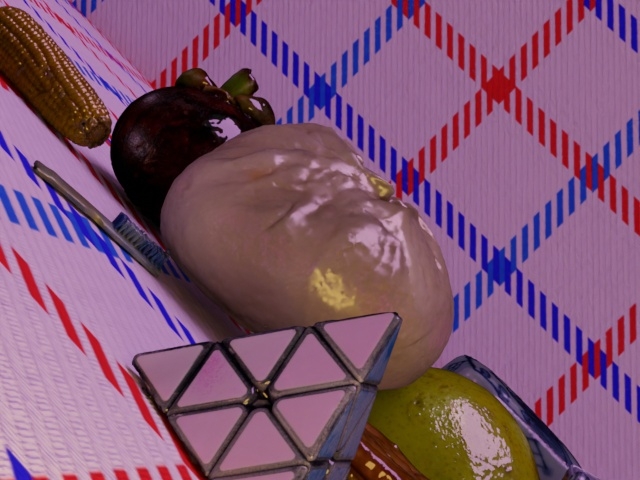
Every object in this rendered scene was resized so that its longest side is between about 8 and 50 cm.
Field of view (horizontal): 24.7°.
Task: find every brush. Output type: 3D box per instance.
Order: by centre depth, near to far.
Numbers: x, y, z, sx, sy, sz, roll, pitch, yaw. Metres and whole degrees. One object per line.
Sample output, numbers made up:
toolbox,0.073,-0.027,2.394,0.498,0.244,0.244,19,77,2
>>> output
brush,-0.223,-0.027,1.510,0.178,0.030,0.033,44,13,-24

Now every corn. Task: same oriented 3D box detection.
corn,-0.345,-0.207,1.831,0.231,0.080,0.080,47,4,23

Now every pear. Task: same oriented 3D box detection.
pear,0.179,0.270,1.677,0.288,0.139,0.239,40,13,-39

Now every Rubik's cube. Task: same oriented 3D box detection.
Rubik's cube,0.001,0.128,1.053,0.211,0.178,0.190,42,7,-20

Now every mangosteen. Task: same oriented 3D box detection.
mangosteen,-0.147,-0.104,1.838,0.216,0.216,0.216,44,3,-3

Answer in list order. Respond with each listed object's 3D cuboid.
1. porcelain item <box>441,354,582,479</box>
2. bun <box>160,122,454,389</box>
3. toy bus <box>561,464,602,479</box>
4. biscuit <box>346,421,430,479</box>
porcelain item,0.263,0.312,2.153,0.286,0.157,0.281,47,2,2
bun,0.000,0.000,1.629,0.361,0.213,0.361,31,15,-9
toy bus,0.298,0.364,1.653,0.109,0.136,0.329,33,13,4
biscuit,0.048,0.222,1.380,0.220,0.066,0.220,45,2,-2
